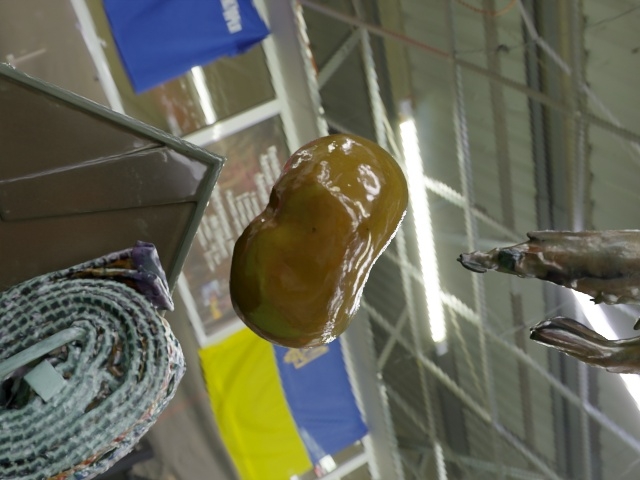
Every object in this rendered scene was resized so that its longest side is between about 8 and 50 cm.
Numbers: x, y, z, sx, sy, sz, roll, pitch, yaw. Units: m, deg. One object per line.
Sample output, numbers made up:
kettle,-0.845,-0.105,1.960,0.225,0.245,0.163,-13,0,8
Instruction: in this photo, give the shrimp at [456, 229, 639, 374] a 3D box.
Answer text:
shrimp,0.244,0.052,0.737,0.059,0.255,0.145,-80,167,-57

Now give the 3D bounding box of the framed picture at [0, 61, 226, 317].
framed picture,-0.393,-0.054,1.214,0.446,0.326,0.028,23,-7,-16

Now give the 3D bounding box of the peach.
peach,0.000,0.000,0.951,0.153,0.251,0.251,30,-21,-2

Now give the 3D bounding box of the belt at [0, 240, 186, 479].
belt,-0.277,0.147,0.924,0.206,0.295,0.160,60,-14,20
